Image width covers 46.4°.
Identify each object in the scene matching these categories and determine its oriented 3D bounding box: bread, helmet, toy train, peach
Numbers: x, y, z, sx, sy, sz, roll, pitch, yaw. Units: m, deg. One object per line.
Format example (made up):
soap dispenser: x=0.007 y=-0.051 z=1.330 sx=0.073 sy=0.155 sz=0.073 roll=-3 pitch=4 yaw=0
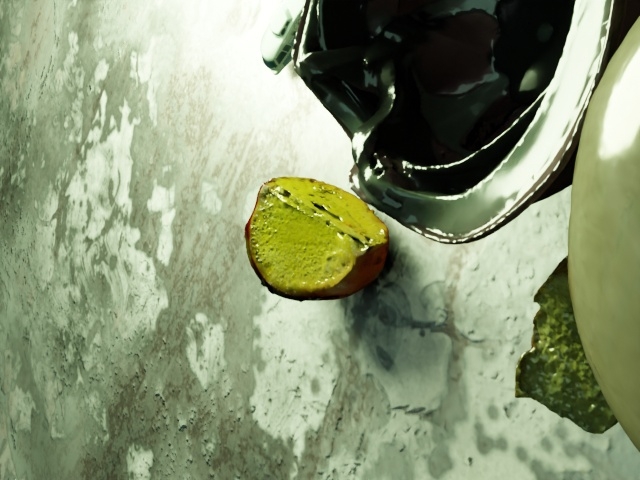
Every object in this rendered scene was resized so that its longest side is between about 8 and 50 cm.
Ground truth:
bread: x=0.204 y=0.050 z=0.516 sx=0.086 sy=0.125 sz=0.156 roll=37 pitch=139 yaw=34
helmet: x=0.132 y=-0.150 z=0.546 sx=0.338 sy=0.197 sz=0.271 roll=56 pitch=133 yaw=40
toy train: x=-0.011 y=-0.272 z=0.835 sx=0.207 sy=0.047 sz=0.043 roll=-49 pitch=53 yaw=34
peach: x=0.004 y=-0.002 z=0.773 sx=0.172 sy=0.092 sz=0.127 roll=5 pitch=97 yaw=37

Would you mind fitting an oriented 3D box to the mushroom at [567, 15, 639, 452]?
mushroom: x=0.298 y=-0.010 z=0.327 sx=0.363 sy=0.294 sz=0.362 roll=5 pitch=105 yaw=19
